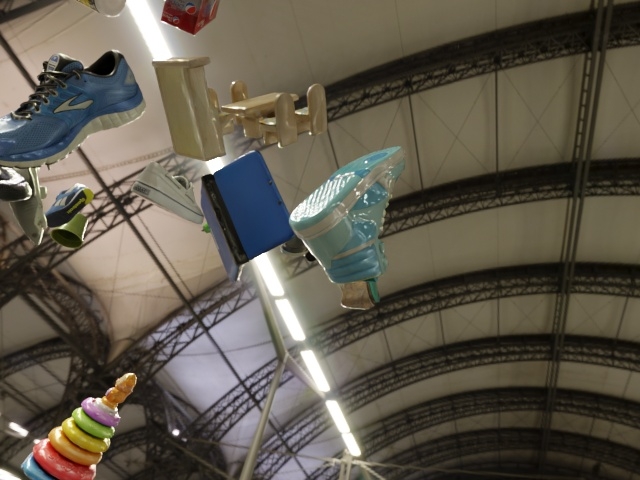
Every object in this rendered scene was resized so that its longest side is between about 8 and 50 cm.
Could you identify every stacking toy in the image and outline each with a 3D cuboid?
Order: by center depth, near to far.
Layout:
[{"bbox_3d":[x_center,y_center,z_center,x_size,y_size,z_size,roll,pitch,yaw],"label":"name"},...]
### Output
[{"bbox_3d":[-0.579,0.470,1.146,0.166,0.302,0.175,38,-16,-13],"label":"stacking toy"}]

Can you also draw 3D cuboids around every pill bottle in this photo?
[{"bbox_3d":[-0.633,-0.695,1.193,0.208,0.119,0.119,28,-44,3],"label":"pill bottle"}]

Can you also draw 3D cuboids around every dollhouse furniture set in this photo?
[{"bbox_3d":[-0.244,-0.418,1.311,0.362,0.394,0.256,19,-54,38],"label":"dollhouse furniture set"}]

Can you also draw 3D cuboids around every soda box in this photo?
[{"bbox_3d":[-0.319,-0.603,1.139,0.083,0.263,0.092,20,-58,-12],"label":"soda box"}]

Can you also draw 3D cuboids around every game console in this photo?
[{"bbox_3d":[-0.222,-0.066,1.313,0.173,0.293,0.250,-18,-18,-23],"label":"game console"}]

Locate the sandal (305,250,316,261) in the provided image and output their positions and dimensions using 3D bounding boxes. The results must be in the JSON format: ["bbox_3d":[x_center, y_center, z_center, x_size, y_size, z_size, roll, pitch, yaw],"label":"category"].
[{"bbox_3d":[0.000,0.000,1.631,0.067,0.040,0.179,37,-79,-2],"label":"sandal"}]

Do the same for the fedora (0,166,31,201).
[{"bbox_3d":[-0.696,-0.091,0.771,0.334,0.334,0.152,25,-84,-8],"label":"fedora"}]

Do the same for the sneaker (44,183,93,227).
[{"bbox_3d":[-0.656,-0.090,1.157,0.059,0.144,0.053,37,-19,27],"label":"sneaker"}]

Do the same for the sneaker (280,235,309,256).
[{"bbox_3d":[-0.044,-0.037,1.434,0.083,0.222,0.118,28,-55,24],"label":"sneaker"}]

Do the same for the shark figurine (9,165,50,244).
[{"bbox_3d":[-0.653,-0.140,0.955,0.116,0.278,0.166,-10,-37,-23],"label":"shark figurine"}]

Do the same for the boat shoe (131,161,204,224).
[{"bbox_3d":[-0.319,-0.101,1.009,0.095,0.084,0.258,23,-7,8],"label":"boat shoe"}]

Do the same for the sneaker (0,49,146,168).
[{"bbox_3d":[-0.466,-0.244,0.787,0.130,0.330,0.147,22,-43,20],"label":"sneaker"}]

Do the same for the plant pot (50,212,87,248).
[{"bbox_3d":[-0.684,-0.035,1.241,0.083,0.079,0.083,3,-39,2],"label":"plant pot"}]

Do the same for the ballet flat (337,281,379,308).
[{"bbox_3d":[0.068,0.019,1.120,0.106,0.316,0.107,-15,-28,18],"label":"ballet flat"}]

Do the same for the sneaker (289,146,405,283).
[{"bbox_3d":[0.091,-0.039,0.892,0.127,0.319,0.208,-1,-56,51],"label":"sneaker"}]

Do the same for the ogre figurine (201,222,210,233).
[{"bbox_3d":[-0.311,-0.068,1.495,0.197,0.118,0.096,-5,-84,36],"label":"ogre figurine"}]
